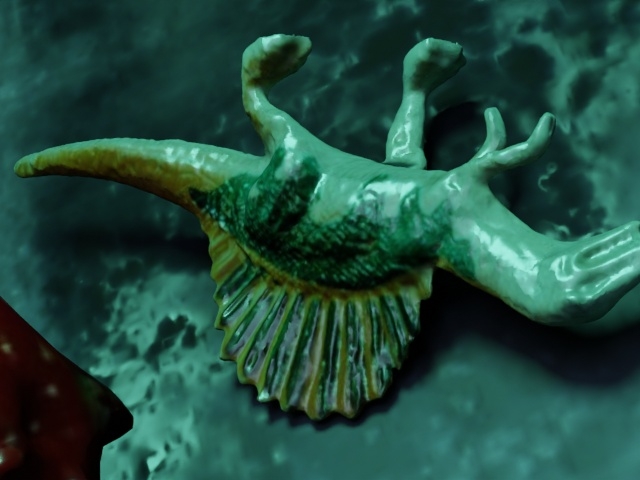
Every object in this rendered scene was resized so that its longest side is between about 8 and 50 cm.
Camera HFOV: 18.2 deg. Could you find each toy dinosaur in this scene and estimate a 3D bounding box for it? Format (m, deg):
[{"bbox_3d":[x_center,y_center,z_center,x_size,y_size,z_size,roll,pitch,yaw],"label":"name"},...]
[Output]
[{"bbox_3d":[-0.002,-0.001,0.543,0.187,0.044,0.106,-14,65,16],"label":"toy dinosaur"}]

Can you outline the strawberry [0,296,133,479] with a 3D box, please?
[{"bbox_3d":[-0.164,0.061,0.473,0.184,0.201,0.187,-48,60,21],"label":"strawberry"}]
